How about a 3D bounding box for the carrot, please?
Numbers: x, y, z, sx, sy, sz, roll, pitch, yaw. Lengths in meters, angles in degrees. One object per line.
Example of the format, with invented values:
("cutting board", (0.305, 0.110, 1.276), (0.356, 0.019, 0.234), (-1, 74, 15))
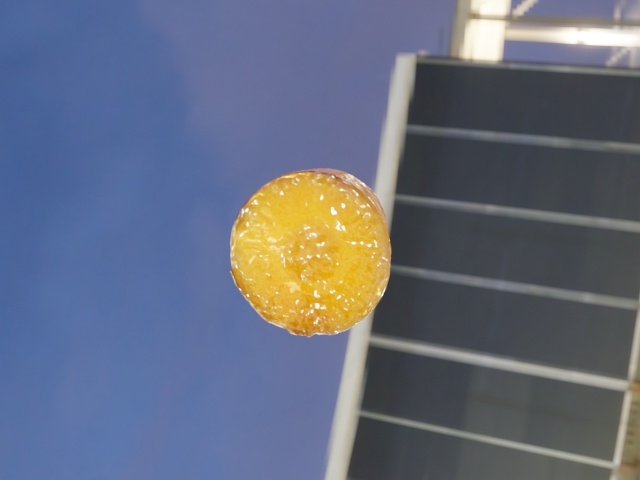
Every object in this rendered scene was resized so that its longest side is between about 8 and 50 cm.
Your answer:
("carrot", (0.000, 0.000, 1.474), (0.225, 0.159, 0.159), (-50, -36, -81))
